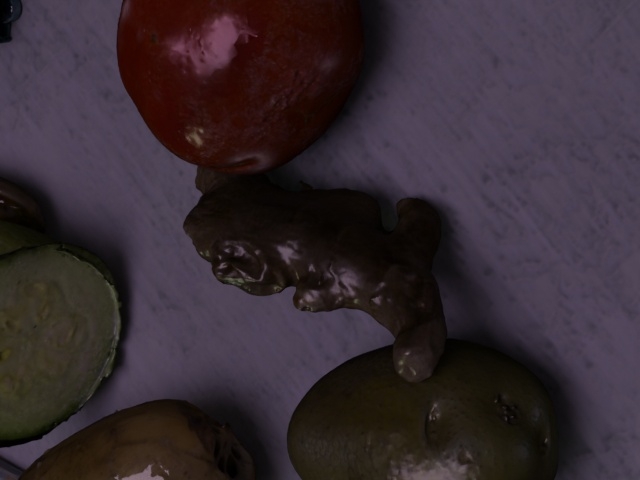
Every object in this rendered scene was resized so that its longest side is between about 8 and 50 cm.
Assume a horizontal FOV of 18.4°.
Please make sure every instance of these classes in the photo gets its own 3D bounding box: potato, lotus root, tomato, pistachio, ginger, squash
[{"bbox_3d":[0.080,0.173,1.706,0.251,0.174,0.159,-3,124,33],"label":"potato"},{"bbox_3d":[-0.205,0.266,1.902,0.343,0.169,0.151,-32,40,31],"label":"lotus root"},{"bbox_3d":[-0.078,-0.178,1.731,0.232,0.188,0.232,4,98,31],"label":"tomato"},{"bbox_3d":[-0.346,-0.016,1.981,0.149,0.113,0.113,15,107,22],"label":"pistachio"},{"bbox_3d":[-0.002,-0.001,1.743,0.333,0.166,0.080,21,148,34],"label":"ginger"},{"bbox_3d":[-0.305,0.086,1.925,0.133,0.220,0.220,34,118,53],"label":"squash"}]

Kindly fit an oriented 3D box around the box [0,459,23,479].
[{"bbox_3d":[-0.417,0.266,2.110,0.285,0.044,0.142,24,107,26],"label":"box"}]

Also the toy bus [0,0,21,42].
[{"bbox_3d":[-0.347,-0.278,1.946,0.092,0.079,0.160,19,110,29],"label":"toy bus"}]
